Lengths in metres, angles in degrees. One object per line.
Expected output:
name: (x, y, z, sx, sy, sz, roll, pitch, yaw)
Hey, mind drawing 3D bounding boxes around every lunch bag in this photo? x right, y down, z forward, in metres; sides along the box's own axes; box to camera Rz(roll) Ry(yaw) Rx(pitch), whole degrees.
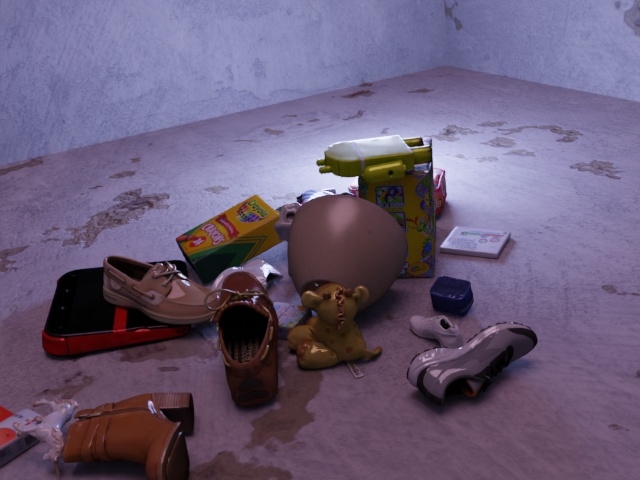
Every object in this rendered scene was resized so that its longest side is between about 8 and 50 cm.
lunch bag: (0.241, -0.159, 2.262, 0.292, 0.120, 0.258, 0, 24, 17)
lunch bag: (0.296, 0.129, 1.668, 0.098, 0.065, 0.067, 13, 46, 35)

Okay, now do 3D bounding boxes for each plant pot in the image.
plant pot: (0.043, 0.064, 1.672, 0.283, 0.284, 0.191, 2, 46, 20)

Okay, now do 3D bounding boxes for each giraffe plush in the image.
giraffe plush: (0.025, 0.164, 1.524, 0.181, 0.171, 0.210, -21, 27, -29)

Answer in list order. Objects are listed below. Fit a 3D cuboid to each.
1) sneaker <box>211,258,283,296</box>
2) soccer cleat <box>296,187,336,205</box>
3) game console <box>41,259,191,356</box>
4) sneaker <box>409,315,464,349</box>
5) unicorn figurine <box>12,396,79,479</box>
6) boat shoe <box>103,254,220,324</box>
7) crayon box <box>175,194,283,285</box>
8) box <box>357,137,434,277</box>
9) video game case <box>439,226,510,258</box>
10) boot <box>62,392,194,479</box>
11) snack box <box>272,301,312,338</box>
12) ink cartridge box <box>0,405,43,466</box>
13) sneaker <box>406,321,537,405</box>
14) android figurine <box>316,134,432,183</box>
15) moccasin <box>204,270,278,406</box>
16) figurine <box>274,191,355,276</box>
sneaker: (-0.181, 0.108, 1.836, 0.094, 0.080, 0.212, 25, 36, 31)
soccer cleat: (0.006, -0.085, 2.146, 0.143, 0.116, 0.331, -17, 22, 3)
game console: (-0.501, 0.159, 1.835, 0.341, 0.060, 0.386, -5, 24, -10)
sneaker: (0.248, 0.183, 1.562, 0.053, 0.061, 0.152, -23, 27, -29)
unicorn figurine: (-0.494, 0.342, 1.332, 0.111, 0.060, 0.162, 4, 43, 14)
boat shoe: (-0.380, 0.111, 1.728, 0.340, 0.110, 0.121, 10, 25, 23)
crayon box: (-0.223, -0.020, 2.020, 0.318, 0.081, 0.202, -30, 29, -13)
box: (0.209, -0.089, 1.915, 0.176, 0.279, 0.290, -2, 24, 11)
video game case: (0.417, 0.003, 1.973, 0.157, 0.019, 0.143, 7, 27, 27)
boot: (-0.340, 0.351, 1.271, 0.220, 0.109, 0.283, -7, 22, -4)
snack box: (-0.102, 0.181, 1.686, 0.141, 0.037, 0.100, 5, 27, 24)
ink cartridge box: (-0.629, 0.365, 1.402, 0.179, 0.045, 0.145, 14, 31, 34)
sneaker: (0.302, 0.241, 1.393, 0.271, 0.100, 0.108, -19, 40, -18)
android figurine: (0.125, -0.200, 1.773, 0.272, 0.056, 0.248, -10, 24, -5)
moccasin: (-0.164, 0.173, 1.534, 0.139, 0.147, 0.380, -8, 31, 2)
figurine: (0.000, 0.000, 1.863, 0.214, 0.210, 0.092, -12, 41, -2)
